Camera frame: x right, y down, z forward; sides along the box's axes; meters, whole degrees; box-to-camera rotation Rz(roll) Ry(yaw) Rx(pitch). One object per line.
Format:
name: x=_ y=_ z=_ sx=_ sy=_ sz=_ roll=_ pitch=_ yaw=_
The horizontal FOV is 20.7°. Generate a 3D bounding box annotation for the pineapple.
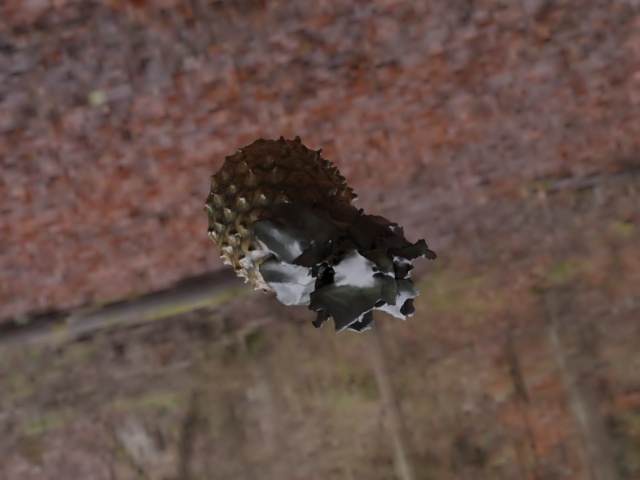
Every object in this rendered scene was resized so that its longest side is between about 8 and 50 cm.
pineapple: x=0.000 y=0.000 z=1.222 sx=0.125 sy=0.125 sz=0.251 roll=-13 pitch=-162 yaw=-15
